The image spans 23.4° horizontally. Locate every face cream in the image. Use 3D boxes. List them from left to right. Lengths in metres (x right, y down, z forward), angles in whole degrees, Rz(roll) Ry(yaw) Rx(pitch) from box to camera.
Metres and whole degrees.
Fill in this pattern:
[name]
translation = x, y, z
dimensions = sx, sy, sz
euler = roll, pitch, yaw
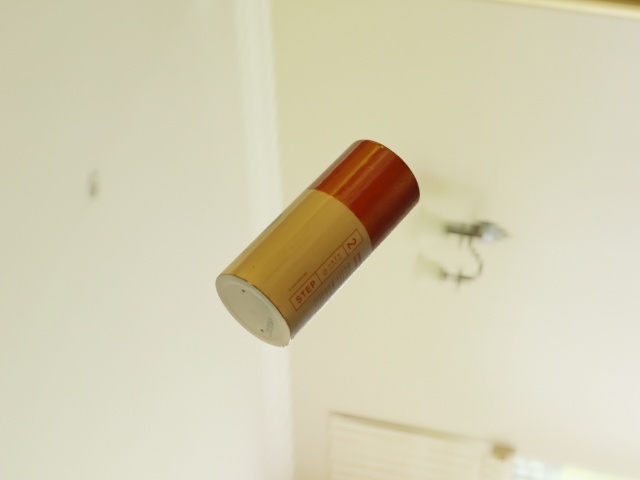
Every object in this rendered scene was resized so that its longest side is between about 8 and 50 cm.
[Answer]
[face cream]
translation = 0.000, 0.000, 1.534
dimensions = 0.214, 0.096, 0.096
euler = -46, -27, -27
